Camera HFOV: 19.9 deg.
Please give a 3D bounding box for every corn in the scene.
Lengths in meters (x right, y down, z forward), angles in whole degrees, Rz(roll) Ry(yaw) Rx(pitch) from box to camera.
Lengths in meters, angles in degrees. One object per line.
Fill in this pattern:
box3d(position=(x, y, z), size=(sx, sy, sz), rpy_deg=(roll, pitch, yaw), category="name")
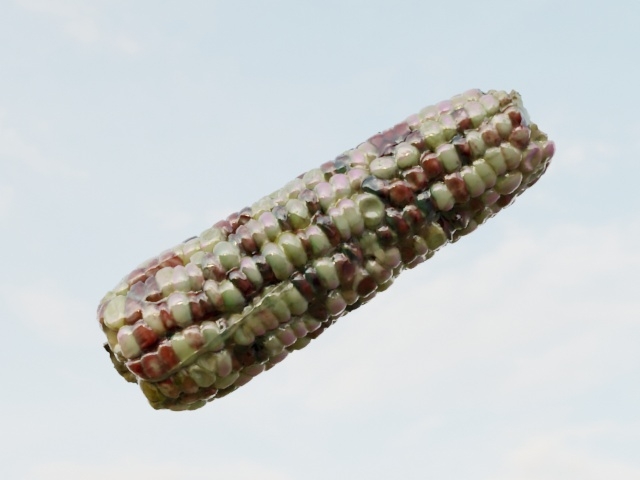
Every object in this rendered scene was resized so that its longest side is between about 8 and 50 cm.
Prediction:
box3d(position=(0.000, 0.000, 1.039), size=(0.280, 0.092, 0.092), rpy_deg=(-33, -28, 0), category="corn")
